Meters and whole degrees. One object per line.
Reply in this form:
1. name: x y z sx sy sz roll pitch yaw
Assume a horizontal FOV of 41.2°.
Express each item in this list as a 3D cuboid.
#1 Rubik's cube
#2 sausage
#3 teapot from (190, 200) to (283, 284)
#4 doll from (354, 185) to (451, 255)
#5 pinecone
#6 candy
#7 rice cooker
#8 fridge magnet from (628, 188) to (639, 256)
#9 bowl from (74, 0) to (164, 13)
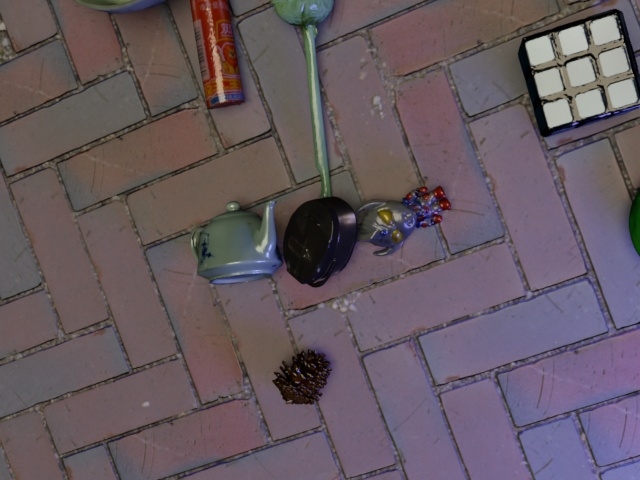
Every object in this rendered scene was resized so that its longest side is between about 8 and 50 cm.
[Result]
1. Rubik's cube: 0.425 -0.270 1.402 0.163 0.162 0.161 -16 91 13
2. sausage: -0.196 -0.381 1.567 0.074 0.074 0.274 -9 91 12
3. teapot: -0.155 0.000 1.557 0.231 0.159 0.159 -16 91 41
4. doll: 0.139 -0.036 1.530 0.194 0.062 0.104 -24 133 11
5. pinecone: -0.028 0.256 1.574 0.109 0.102 0.102 -35 87 2
6. candy: -0.011 -0.292 1.533 0.119 0.119 0.440 -6 101 12
7. rice cooker: 0.000 0.000 1.520 0.112 0.106 0.165 40 130 31
8. fridge magnet: 0.621 -0.031 1.418 0.207 0.088 0.208 1 96 11
9. bowl: -0.342 -0.553 1.528 0.307 0.163 0.308 0 92 16
